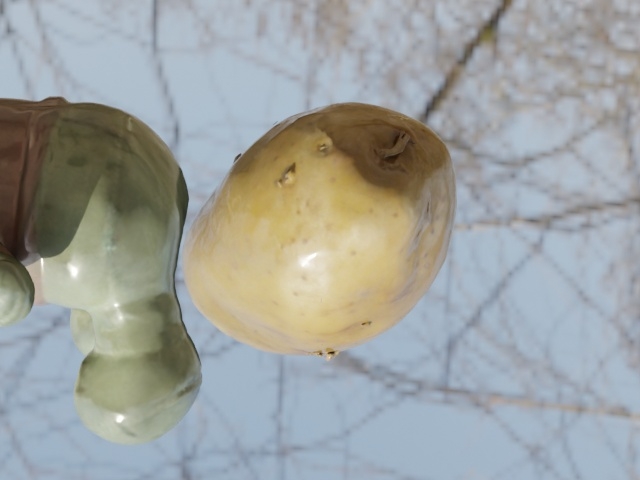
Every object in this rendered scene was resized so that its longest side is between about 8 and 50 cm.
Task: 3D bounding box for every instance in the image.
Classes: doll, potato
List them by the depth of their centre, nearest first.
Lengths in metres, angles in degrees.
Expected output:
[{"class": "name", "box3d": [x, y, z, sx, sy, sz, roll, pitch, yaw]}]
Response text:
[{"class": "doll", "box3d": [-0.162, -0.025, 0.749, 0.275, 0.113, 0.155, 21, -156, -5]}, {"class": "potato", "box3d": [0.000, 0.000, 0.961, 0.118, 0.178, 0.109, -26, -101, -31]}]
